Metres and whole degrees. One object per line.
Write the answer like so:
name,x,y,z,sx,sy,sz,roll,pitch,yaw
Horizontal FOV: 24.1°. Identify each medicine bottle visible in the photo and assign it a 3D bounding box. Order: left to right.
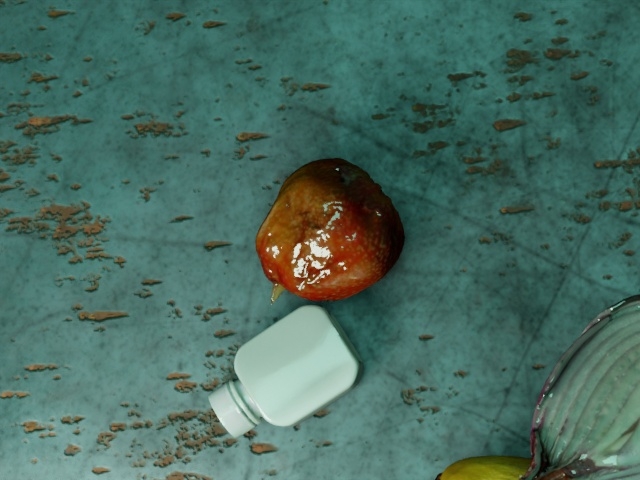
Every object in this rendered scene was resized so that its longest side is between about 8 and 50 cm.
medicine bottle,-0.045,0.167,1.844,0.183,0.069,0.119,-34,80,2

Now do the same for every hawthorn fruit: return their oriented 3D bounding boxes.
hawthorn fruit,0.009,-0.012,1.817,0.179,0.173,0.173,-13,80,6

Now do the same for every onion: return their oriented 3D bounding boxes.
onion,0.346,0.232,1.710,0.349,0.159,0.267,-29,68,-10

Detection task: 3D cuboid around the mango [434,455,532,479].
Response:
mango,0.250,0.340,1.756,0.262,0.109,0.157,23,75,3
